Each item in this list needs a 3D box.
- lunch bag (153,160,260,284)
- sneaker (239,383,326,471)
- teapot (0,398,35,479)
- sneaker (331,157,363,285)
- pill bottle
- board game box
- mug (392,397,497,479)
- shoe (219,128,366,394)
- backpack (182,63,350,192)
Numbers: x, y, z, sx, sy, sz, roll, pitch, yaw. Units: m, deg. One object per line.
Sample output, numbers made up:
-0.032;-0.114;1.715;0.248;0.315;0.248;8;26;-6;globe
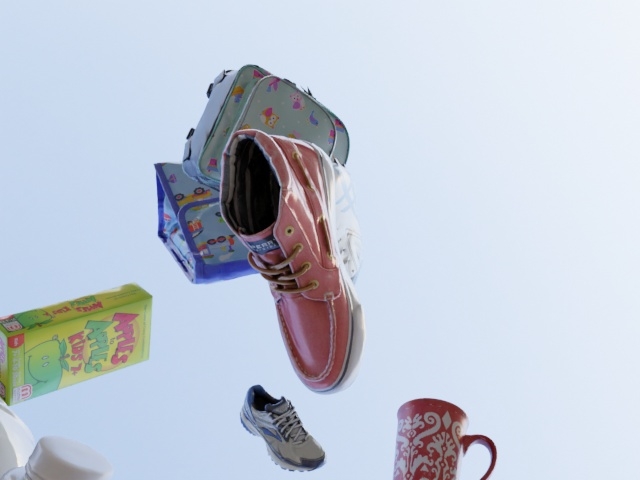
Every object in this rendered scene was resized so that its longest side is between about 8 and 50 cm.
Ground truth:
-0.104;-0.015;1.275;0.221;0.138;0.293;-9;-151;-19;lunch bag
-0.045;0.212;0.993;0.052;0.058;0.135;-22;-141;-40;sneaker
-0.448;0.262;1.062;0.253;0.256;0.187;10;-134;9;teapot
0.000;0.000;0.800;0.085;0.237;0.086;-15;-117;1;sneaker
-0.296;0.314;0.888;0.117;0.117;0.215;27;-91;-8;pill bottle
-0.284;0.117;1.008;0.181;0.092;0.043;-15;-147;-41;board game box
0.175;0.333;1.290;0.113;0.150;0.169;55;-145;-35;mug
-0.022;0.015;0.573;0.081;0.063;0.178;9;-109;-58;shoe
-0.055;-0.118;1.103;0.188;0.144;0.166;27;-98;-31;backpack
